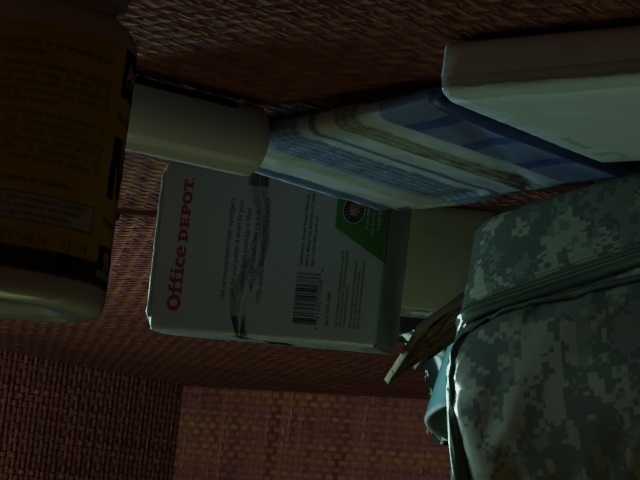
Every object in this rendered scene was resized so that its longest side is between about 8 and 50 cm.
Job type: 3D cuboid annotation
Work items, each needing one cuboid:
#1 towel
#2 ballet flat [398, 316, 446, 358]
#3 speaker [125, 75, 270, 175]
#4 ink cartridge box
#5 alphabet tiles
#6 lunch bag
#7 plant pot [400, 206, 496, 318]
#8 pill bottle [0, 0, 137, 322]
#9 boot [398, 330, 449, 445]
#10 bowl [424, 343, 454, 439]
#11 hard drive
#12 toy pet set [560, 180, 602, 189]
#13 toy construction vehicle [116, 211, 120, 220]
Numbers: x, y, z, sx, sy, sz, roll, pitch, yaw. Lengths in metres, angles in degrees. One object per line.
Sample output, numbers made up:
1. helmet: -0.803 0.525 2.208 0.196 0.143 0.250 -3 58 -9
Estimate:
1. towel: 0.069 -0.069 1.485 0.209 0.034 0.285 15 166 -35
2. ballet flat: 0.173 0.097 2.296 0.280 0.096 0.095 11 170 -32
3. speaker: -0.105 -0.084 1.429 0.136 0.055 0.055 12 170 -33
4. ink cartridge box: -0.035 0.015 1.720 0.208 0.153 0.087 5 173 16
5. alphabet tiles: 0.147 0.053 1.763 0.198 0.009 0.237 -35 170 -16
6. lunch bag: 0.248 0.099 1.438 0.305 0.256 0.212 -17 135 37
7. plant pot: 0.106 0.024 1.857 0.109 0.096 0.109 5 171 4
8. pill bottle: -0.164 -0.066 1.076 0.119 0.209 0.119 7 172 1
9. boot: 0.142 0.173 2.540 0.236 0.179 0.085 -1 169 35
10. bowl: 0.260 0.107 1.980 0.311 0.163 0.311 1 161 0
11. hard drive: 0.256 -0.091 1.184 0.307 0.040 0.203 -2 168 40
12. toy pet set: 0.247 -0.026 1.532 0.122 0.065 0.114 2 170 31
13. toy construction vehicle: -0.260 -0.019 2.042 0.086 0.035 0.098 13 169 -36
